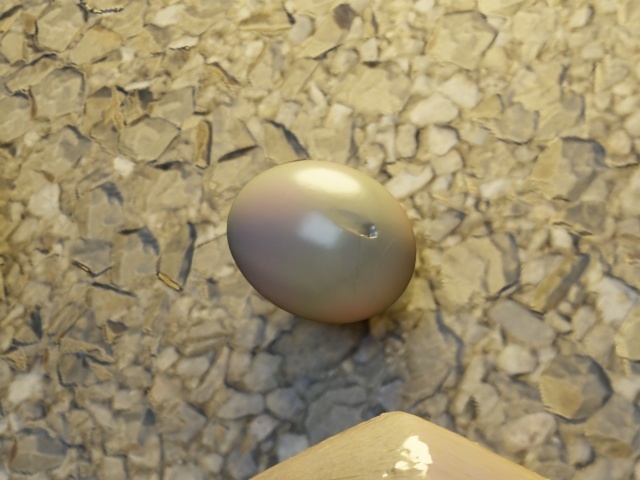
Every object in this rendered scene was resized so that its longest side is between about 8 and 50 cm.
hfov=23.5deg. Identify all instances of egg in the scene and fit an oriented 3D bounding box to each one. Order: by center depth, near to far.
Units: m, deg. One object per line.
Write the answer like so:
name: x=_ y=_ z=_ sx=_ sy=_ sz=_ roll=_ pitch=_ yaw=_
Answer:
egg: x=0.000 y=0.000 z=1.003 sx=0.135 sy=0.103 sz=0.103 roll=22 pitch=74 yaw=33

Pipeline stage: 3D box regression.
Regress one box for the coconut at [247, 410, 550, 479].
coconut: x=0.038 y=0.199 z=0.795 sx=0.224 sy=0.234 sz=0.224 roll=-50 pitch=23 yaw=30
